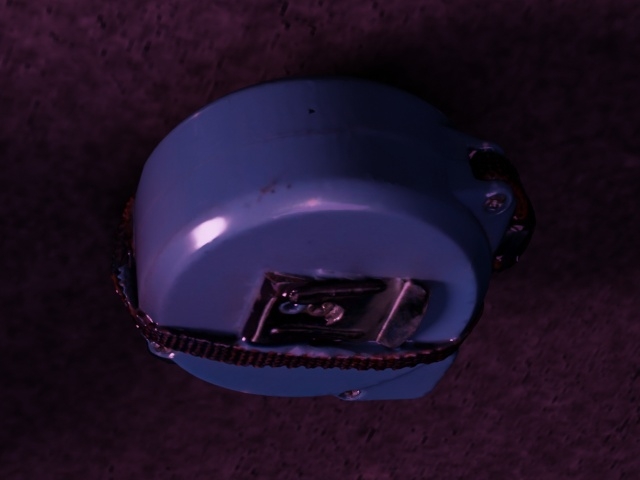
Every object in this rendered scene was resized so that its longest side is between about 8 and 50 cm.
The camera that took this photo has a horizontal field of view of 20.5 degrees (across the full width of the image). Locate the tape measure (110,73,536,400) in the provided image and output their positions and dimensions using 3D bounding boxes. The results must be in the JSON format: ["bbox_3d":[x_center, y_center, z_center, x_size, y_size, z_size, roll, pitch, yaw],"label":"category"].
[{"bbox_3d":[0.000,0.000,0.627,0.146,0.081,0.125,4,143,-16],"label":"tape measure"}]
